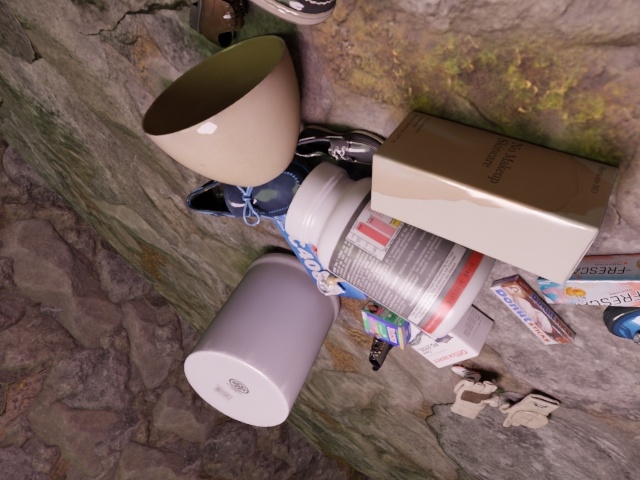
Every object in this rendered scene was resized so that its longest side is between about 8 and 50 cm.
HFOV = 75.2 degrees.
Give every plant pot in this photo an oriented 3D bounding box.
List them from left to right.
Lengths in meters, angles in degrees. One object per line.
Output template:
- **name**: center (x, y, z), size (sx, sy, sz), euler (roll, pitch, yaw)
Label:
- **plant pot**: center (-0.147, -0.212, 0.770), size (0.284, 0.284, 0.191), euler (11, 147, 39)

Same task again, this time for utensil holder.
- **utensil holder**: center (-0.154, 0.277, 1.206), size (0.328, 0.385, 0.327), euler (12, 129, 15)

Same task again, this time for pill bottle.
- **pill bottle**: center (0.125, 0.006, 0.805), size (0.363, 0.210, 0.210), euler (32, 148, 13)

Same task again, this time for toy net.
- **toy net**: center (0.017, 0.078, 1.027), size (0.122, 0.045, 0.232), euler (31, 147, 11)

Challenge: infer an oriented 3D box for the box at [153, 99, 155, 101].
- **box**: center (-0.343, -0.301, 1.028), size (0.102, 0.087, 0.101), euler (37, 149, 6)

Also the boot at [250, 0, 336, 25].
- **boot**: center (-0.068, -0.479, 0.471), size (0.377, 0.138, 0.284), euler (51, 148, -8)

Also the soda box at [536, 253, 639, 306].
- **soda box**: center (0.457, 0.064, 0.668), size (0.183, 0.063, 0.058), euler (-7, 125, 51)

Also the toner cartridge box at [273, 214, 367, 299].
- **toner cartridge box**: center (0.000, 0.000, 1.061), size (0.165, 0.075, 0.347), euler (-1, 131, 44)

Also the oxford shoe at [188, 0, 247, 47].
- **oxford shoe**: center (-0.158, -0.415, 0.701), size (0.096, 0.082, 0.227), euler (41, 161, -7)

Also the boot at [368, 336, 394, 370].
- **boot**: center (0.170, 0.260, 1.153), size (0.077, 0.137, 0.197), euler (11, 138, 39)

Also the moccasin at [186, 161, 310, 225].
- **moccasin**: center (-0.169, -0.090, 0.936), size (0.342, 0.117, 0.137), euler (-9, 102, 39)

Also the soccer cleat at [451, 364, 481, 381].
- **soccer cleat**: center (0.399, 0.368, 1.146), size (0.083, 0.035, 0.029), euler (6, 134, 42)

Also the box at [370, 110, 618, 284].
- **box**: center (0.247, -0.076, 0.637), size (0.311, 0.148, 0.121), euler (23, 145, 23)

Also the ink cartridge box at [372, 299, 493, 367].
- **ink cartridge box**: center (0.256, 0.183, 0.998), size (0.237, 0.100, 0.172), euler (38, 149, 3)

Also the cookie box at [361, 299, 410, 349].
- **cookie box**: center (0.157, 0.201, 0.990), size (0.107, 0.040, 0.091), euler (19, 142, 32)

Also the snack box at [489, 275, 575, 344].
- **snack box**: center (0.428, 0.143, 0.840), size (0.178, 0.022, 0.064), euler (44, 150, -7)

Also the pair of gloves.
- **pair of gloves**: center (0.478, 0.433, 1.109), size (0.240, 0.042, 0.204), euler (9, 137, 17)

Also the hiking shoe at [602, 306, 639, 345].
- **hiking shoe**: center (0.581, 0.164, 0.596), size (0.304, 0.132, 0.113), euler (13, 140, 37)

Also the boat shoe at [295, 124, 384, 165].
- **boat shoe**: center (0.037, -0.173, 0.810), size (0.206, 0.065, 0.075), euler (20, 144, 29)
